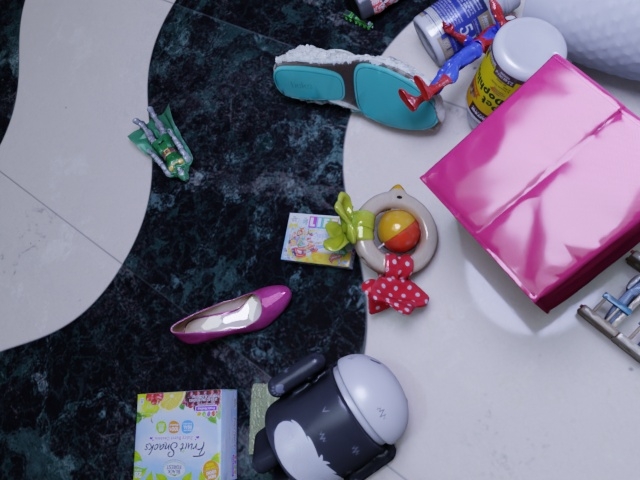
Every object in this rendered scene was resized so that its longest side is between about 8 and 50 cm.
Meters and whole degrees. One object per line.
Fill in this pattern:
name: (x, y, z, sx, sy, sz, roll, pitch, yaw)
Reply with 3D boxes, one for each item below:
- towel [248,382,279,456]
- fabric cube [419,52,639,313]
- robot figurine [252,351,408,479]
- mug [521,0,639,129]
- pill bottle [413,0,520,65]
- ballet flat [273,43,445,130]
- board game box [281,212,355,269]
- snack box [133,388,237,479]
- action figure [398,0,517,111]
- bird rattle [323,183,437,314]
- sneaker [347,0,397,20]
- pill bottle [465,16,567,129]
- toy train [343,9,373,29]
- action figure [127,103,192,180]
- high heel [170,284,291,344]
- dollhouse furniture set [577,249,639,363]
towel: (-0.089, 0.353, 1.012, 0.110, 0.027, 0.148, -8, 73, 21)
fabric cube: (0.358, -0.070, 0.807, 0.258, 0.254, 0.259, -43, 65, 14)
robot figurine: (0.017, 0.316, 0.895, 0.278, 0.209, 0.173, -35, 52, 5)
mug: (0.527, -0.354, 0.844, 0.328, 0.276, 0.374, 35, 121, 24)
pill bottle: (0.291, -0.447, 1.030, 0.187, 0.112, 0.112, -32, 66, 12)
ballet flat: (0.085, -0.345, 1.085, 0.409, 0.147, 0.147, 22, 85, 25)
board game box: (0.000, 0.000, 1.073, 0.154, 0.026, 0.103, 5, 77, 24)
snack box: (-0.273, 0.396, 1.052, 0.207, 0.070, 0.174, -9, 72, 21)
action figure: (0.246, -0.365, 0.935, 0.280, 0.091, 0.139, -35, 97, -19)
bird rattle: (0.129, 0.005, 0.958, 0.207, 0.143, 0.253, -38, 77, -15)
sneaker: (0.104, -0.623, 1.177, 0.145, 0.090, 0.270, -26, 62, 4)
pill bottle: (0.326, -0.272, 0.901, 0.117, 0.215, 0.117, 0, 73, -1)
toy train: (0.086, -0.504, 1.181, 0.083, 0.024, 0.017, 36, 91, 27)
action figure: (-0.384, -0.232, 1.284, 0.137, 0.063, 0.232, -40, 68, 4)
high heel: (-0.182, 0.147, 1.057, 0.244, 0.117, 0.082, -21, 68, 16)
dollhouse furniture set: (0.479, 0.090, 0.760, 0.129, 0.184, 0.129, -48, 63, 4)
